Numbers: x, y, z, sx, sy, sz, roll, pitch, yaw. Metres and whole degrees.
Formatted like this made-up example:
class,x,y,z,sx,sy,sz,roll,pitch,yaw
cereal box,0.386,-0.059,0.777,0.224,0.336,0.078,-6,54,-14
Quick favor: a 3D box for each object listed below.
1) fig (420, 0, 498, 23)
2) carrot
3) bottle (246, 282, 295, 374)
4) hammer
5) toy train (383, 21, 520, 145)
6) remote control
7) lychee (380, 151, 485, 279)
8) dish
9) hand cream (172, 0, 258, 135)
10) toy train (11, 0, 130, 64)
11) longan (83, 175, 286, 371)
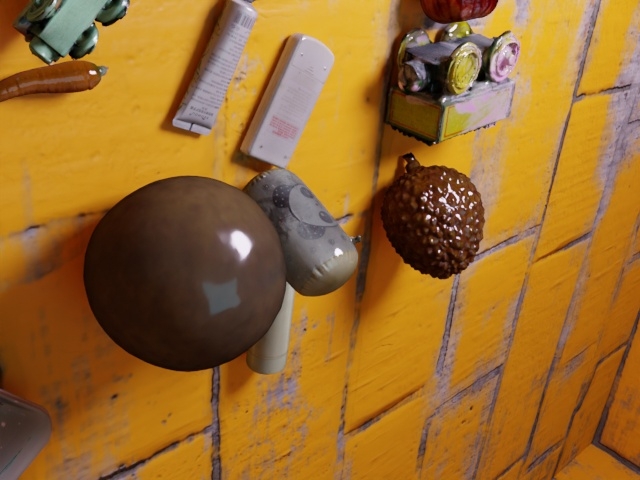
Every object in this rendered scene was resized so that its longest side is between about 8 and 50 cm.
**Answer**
class,x,y,z,sx,sy,sz,roll,pitch,yaw
fig,0.224,-0.406,1.087,0.128,0.128,0.150,26,88,-51
carrot,-0.297,-0.171,0.746,0.142,0.035,0.035,-20,127,-29
bottle,-0.080,0.117,1.126,0.072,0.072,0.201,-16,125,-40
hammer,0.000,0.000,1.080,0.113,0.201,0.305,-40,161,12
toy train,0.226,-0.267,1.162,0.261,0.134,0.177,-22,129,-36
remote control,-0.045,-0.200,0.996,0.088,0.029,0.189,16,102,-50
lychee,0.200,-0.048,1.237,0.200,0.200,0.238,-9,79,-44
dish,-0.435,0.227,0.821,0.154,0.064,0.234,-52,140,-9
hand cream,-0.130,-0.229,0.884,0.067,0.042,0.194,7,113,-57
toy train,-0.238,-0.257,0.694,0.176,0.118,0.074,-52,135,-3
longan,-0.165,0.042,0.865,0.258,0.258,0.257,-26,130,-35
